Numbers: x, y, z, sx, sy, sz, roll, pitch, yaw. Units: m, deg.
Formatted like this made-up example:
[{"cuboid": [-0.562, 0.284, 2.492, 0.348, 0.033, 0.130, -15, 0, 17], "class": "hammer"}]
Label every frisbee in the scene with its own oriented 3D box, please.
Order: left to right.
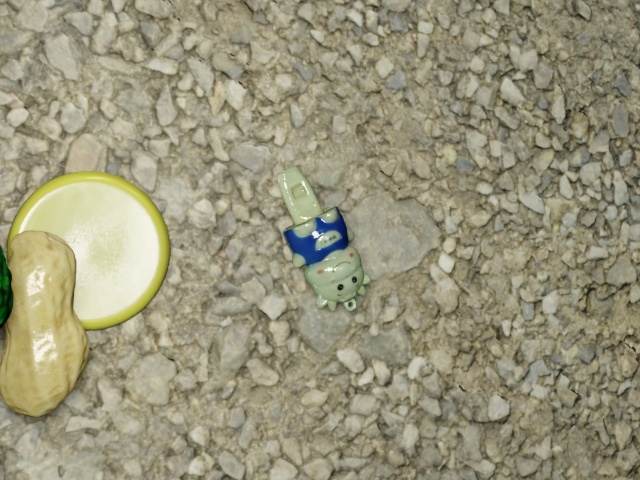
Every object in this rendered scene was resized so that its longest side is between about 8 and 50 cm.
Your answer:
[{"cuboid": [-0.336, 0.014, 1.331, 0.236, 0.017, 0.236, 1, 86, -19], "class": "frisbee"}]

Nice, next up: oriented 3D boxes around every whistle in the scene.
[{"cuboid": [0.000, 0.000, 1.411, 0.110, 0.092, 0.244, -25, 96, -15], "class": "whistle"}]

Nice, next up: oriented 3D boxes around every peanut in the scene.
[{"cuboid": [-0.379, 0.114, 1.246, 0.124, 0.123, 0.256, 2, 95, -19], "class": "peanut"}]

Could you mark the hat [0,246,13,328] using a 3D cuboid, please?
[{"cuboid": [-0.551, 0.000, 1.142, 0.274, 0.242, 0.332, -31, 72, 19], "class": "hat"}]
